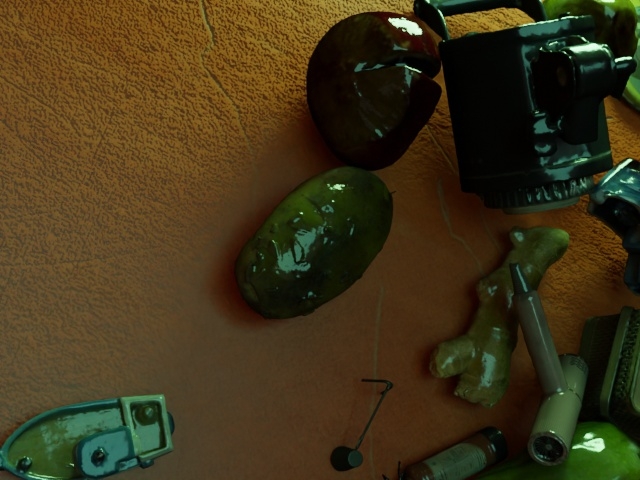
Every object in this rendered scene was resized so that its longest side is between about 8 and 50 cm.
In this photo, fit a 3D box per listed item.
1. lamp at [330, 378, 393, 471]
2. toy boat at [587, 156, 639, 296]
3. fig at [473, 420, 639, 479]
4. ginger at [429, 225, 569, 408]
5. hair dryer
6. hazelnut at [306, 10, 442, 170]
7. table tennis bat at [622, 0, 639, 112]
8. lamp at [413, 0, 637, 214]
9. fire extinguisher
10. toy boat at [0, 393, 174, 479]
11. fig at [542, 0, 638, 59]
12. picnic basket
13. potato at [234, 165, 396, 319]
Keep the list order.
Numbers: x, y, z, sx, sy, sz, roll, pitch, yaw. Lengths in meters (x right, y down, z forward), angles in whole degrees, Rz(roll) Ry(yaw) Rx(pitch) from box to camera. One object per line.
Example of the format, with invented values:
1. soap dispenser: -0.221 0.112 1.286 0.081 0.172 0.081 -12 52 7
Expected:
1. lamp: 0.055 0.234 1.297 0.041 0.054 0.121 29 70 -16
2. toy boat: 0.471 0.001 1.469 0.309 0.129 0.142 36 74 -35
3. fig: 0.334 0.322 1.339 0.233 0.167 0.167 3 78 -39
4. ginger: 0.255 0.093 1.410 0.118 0.065 0.299 43 63 -17
5. hair dryer: 0.282 0.144 1.318 0.220 0.054 0.195 67 29 -18
6. hazelnut: 0.070 -0.191 1.338 0.178 0.178 0.204 4 84 -23
7. table tennis bat: 0.515 -0.367 1.622 0.224 0.054 0.368 -19 91 -27
8. lamp: 0.269 -0.173 1.375 0.205 0.374 0.272 -11 116 -13
9. fire extinguisher: 0.160 0.292 1.334 0.177 0.050 0.062 -18 99 -26
10. toy boat: -0.255 0.222 1.138 0.215 0.102 0.088 -8 81 -24
11. fig: 0.384 -0.312 1.503 0.144 0.154 0.165 -8 56 -6
12. picnic basket: 0.495 0.207 1.449 0.267 0.139 0.165 22 71 -18
13. potato: 0.000 0.000 1.280 0.251 0.113 0.149 -35 119 -22
